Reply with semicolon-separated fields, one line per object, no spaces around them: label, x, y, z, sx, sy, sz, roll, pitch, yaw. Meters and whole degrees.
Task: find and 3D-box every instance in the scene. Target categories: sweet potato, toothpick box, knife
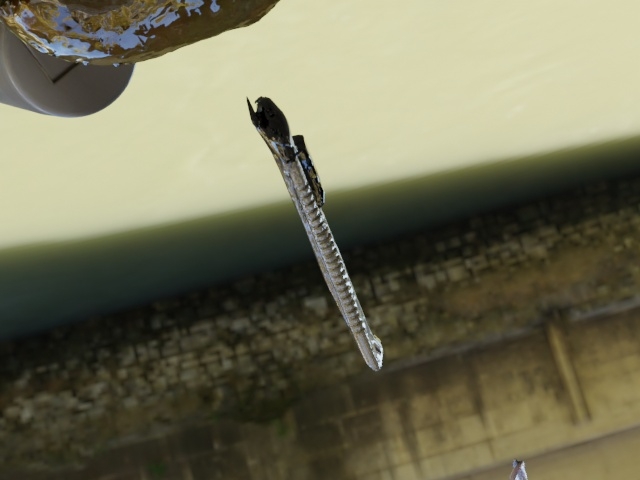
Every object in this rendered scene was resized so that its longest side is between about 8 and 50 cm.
sweet potato;-0.038;-0.161;0.616;0.124;0.098;0.310;3;-145;41
toothpick box;-0.231;-0.160;1.080;0.111;0.111;0.180;-7;-168;-28
knife;0.006;-0.002;1.455;0.043;0.365;0.089;-21;-152;5

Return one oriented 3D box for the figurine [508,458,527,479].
figurine;0.255;0.385;1.472;0.315;0.284;0.206;20;117;-12
